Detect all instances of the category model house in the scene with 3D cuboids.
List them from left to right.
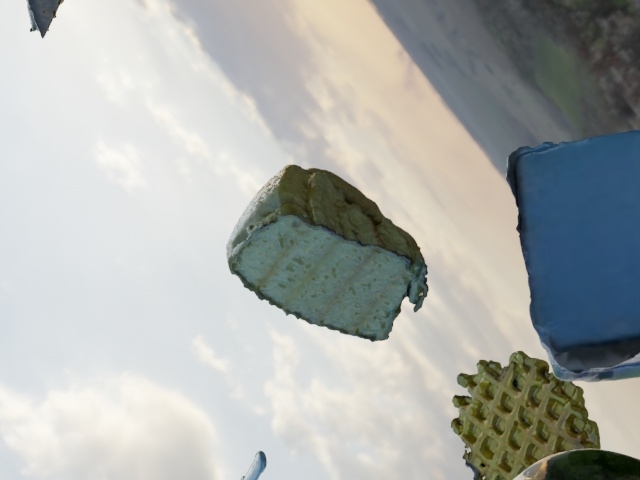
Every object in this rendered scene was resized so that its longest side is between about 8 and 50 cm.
[{"bbox_3d":[0.327,0.032,1.164,0.303,0.216,0.237,52,-151,-73],"label":"model house"}]

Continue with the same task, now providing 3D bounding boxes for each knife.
[{"bbox_3d":[-0.063,0.225,1.013,0.096,0.010,0.027,115,145,-52],"label":"knife"}]

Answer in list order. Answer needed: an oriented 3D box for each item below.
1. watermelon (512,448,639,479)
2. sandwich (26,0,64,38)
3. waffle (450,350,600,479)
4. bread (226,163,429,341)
[{"bbox_3d":[0.232,0.271,0.908,0.188,0.188,0.214,54,177,8],"label":"watermelon"},{"bbox_3d":[-0.264,-0.330,1.014,0.094,0.096,0.258,-110,8,-72],"label":"sandwich"},{"bbox_3d":[0.359,0.351,1.901,0.060,0.312,0.307,0,-96,-41],"label":"waffle"},{"bbox_3d":[0.004,0.001,0.839,0.156,0.103,0.110,29,-154,-26],"label":"bread"}]
